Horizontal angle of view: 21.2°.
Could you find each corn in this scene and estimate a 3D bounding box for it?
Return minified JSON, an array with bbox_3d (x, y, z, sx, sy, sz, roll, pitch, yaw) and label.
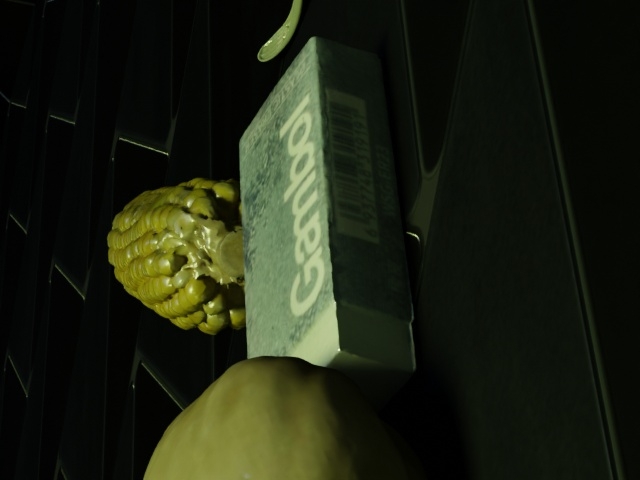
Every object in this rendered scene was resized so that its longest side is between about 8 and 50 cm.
[{"bbox_3d":[-0.088,0.006,1.118,0.320,0.097,0.097,-173,92,-76],"label":"corn"}]

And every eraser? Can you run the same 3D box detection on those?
[{"bbox_3d":[0.000,0.000,0.860,0.092,0.046,0.212,-53,30,39],"label":"eraser"}]

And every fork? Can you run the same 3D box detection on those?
[{"bbox_3d":[-0.007,-0.183,1.051,0.219,0.028,0.034,121,150,-53],"label":"fork"}]

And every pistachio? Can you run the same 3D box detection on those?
[{"bbox_3d":[-0.011,0.125,0.713,0.185,0.126,0.108,-115,17,-48],"label":"pistachio"}]
